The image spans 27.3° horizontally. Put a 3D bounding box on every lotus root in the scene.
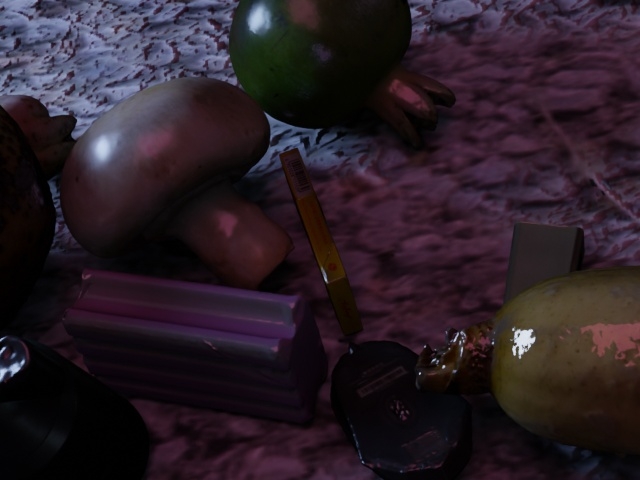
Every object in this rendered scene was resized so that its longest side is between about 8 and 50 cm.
[{"bbox_3d":[0.243,0.090,1.001,0.343,0.169,0.151,3,81,12],"label":"lotus root"}]

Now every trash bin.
[{"bbox_3d":[0.190,0.035,1.136,0.061,0.043,0.092,6,60,17],"label":"trash bin"}]

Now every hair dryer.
[{"bbox_3d":[-0.203,0.226,0.983,0.116,0.244,0.302,-18,68,7],"label":"hair dryer"}]

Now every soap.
[{"bbox_3d":[-0.103,0.089,1.114,0.203,0.122,0.065,7,56,16],"label":"soap"}]

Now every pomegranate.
[{"bbox_3d":[0.024,-0.177,1.255,0.225,0.187,0.187,40,69,4],"label":"pomegranate"},{"bbox_3d":[-0.342,-0.045,1.206,0.285,0.285,0.341,20,35,25],"label":"pomegranate"}]

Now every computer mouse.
[{"bbox_3d":[0.067,0.146,1.078,0.099,0.057,0.172,-28,42,-6],"label":"computer mouse"}]

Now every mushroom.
[{"bbox_3d":[-0.127,-0.048,1.201,0.206,0.209,0.206,-27,30,17],"label":"mushroom"}]

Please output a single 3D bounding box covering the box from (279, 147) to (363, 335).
[{"bbox_3d":[0.000,0.000,1.174,0.023,0.087,0.155,-18,53,-3],"label":"box"}]
